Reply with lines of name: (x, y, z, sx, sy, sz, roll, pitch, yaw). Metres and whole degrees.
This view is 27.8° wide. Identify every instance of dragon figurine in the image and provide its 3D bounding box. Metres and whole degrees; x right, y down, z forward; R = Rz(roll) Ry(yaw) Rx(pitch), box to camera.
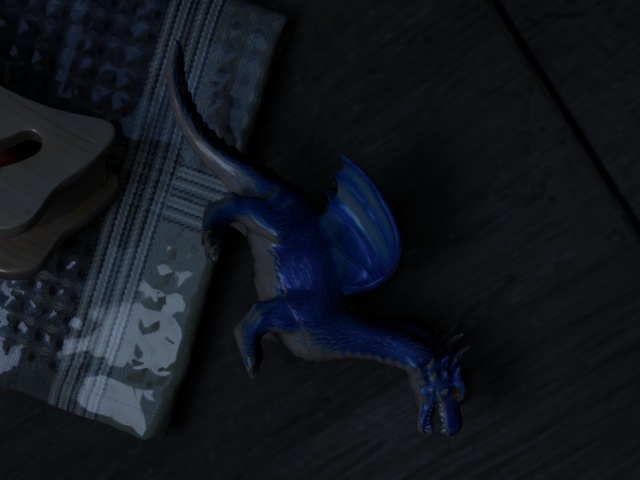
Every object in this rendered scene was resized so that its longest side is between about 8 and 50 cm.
dragon figurine: (0.000, 0.000, 0.832, 0.144, 0.085, 0.289, -19, 83, -8)

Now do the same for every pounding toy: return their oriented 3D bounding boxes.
pounding toy: (-0.268, -0.068, 0.880, 0.270, 0.155, 0.154, 19, 63, 4)

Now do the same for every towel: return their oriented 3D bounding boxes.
towel: (-0.203, -0.049, 0.928, 0.312, 0.056, 0.324, 18, 91, 13)
